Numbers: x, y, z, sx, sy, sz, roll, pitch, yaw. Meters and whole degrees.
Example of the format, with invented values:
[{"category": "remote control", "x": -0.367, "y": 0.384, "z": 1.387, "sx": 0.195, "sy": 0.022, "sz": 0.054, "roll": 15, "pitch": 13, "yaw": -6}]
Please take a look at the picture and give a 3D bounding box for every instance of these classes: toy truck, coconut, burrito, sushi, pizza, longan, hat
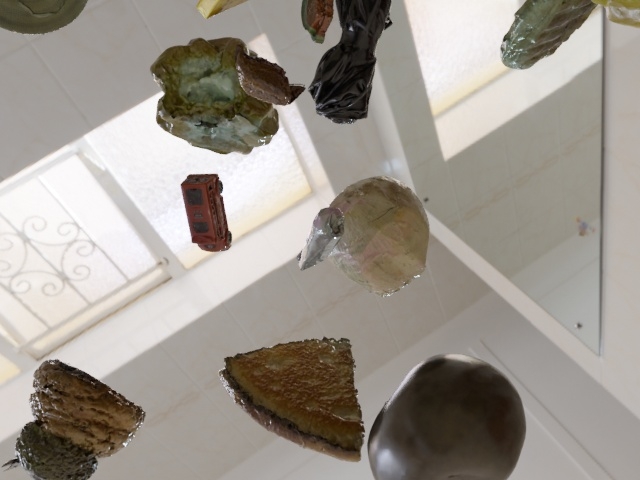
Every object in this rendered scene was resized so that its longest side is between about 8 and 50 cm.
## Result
[{"category": "toy truck", "x": -0.347, "y": -0.071, "z": 1.728, "sx": 0.108, "sy": 0.252, "sz": 0.114, "roll": -1, "pitch": -156, "yaw": 12}, {"category": "coconut", "x": 0.134, "y": -0.026, "z": 1.488, "sx": 0.297, "sy": 0.254, "sz": 0.297, "roll": -32, "pitch": -141, "yaw": 30}, {"category": "burrito", "x": 0.001, "y": 0.000, "z": 1.046, "sx": 0.064, "sy": 0.203, "sz": 0.064, "roll": 6, "pitch": -116, "yaw": -12}, {"category": "sushi", "x": -0.069, "y": -0.202, "z": 0.709, "sx": 0.050, "sy": 0.099, "sz": 0.047, "roll": -2, "pitch": -112, "yaw": 48}, {"category": "pizza", "x": -0.085, "y": 0.405, "z": 1.558, "sx": 0.392, "sy": 0.080, "sz": 0.435, "roll": 7, "pitch": -152, "yaw": -8}, {"category": "longan", "x": 0.248, "y": 0.393, "z": 1.166, "sx": 0.350, "sy": 0.288, "sz": 0.288, "roll": -43, "pitch": -137, "yaw": 6}, {"category": "hat", "x": -0.561, "y": -0.527, "z": 1.078, "sx": 0.252, "sy": 0.252, "sz": 0.110, "roll": -28, "pitch": -147, "yaw": -2}]

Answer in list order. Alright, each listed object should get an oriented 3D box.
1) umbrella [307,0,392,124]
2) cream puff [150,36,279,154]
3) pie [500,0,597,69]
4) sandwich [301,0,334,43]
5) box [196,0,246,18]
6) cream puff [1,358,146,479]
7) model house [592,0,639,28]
[{"category": "umbrella", "x": 0.072, "y": -0.366, "z": 0.970, "sx": 0.118, "sy": 0.118, "sz": 0.340, "roll": 28, "pitch": -75, "yaw": 41}, {"category": "cream puff", "x": -0.259, "y": -0.372, "z": 1.491, "sx": 0.323, "sy": 0.274, "sz": 0.269, "roll": 6, "pitch": -112, "yaw": 2}, {"category": "pie", "x": 0.503, "y": -0.479, "z": 1.218, "sx": 0.306, "sy": 0.306, "sz": 0.071, "roll": -34, "pitch": -102, "yaw": -9}, {"category": "sandwich", "x": -0.002, "y": -0.363, "z": 0.854, "sx": 0.029, "sy": 0.135, "sz": 0.067, "roll": 5, "pitch": -171, "yaw": -28}, {"category": "box", "x": -0.137, "y": -0.572, "z": 1.227, "sx": 0.152, "sy": 0.043, "sz": 0.269, "roll": -29, "pitch": -167, "yaw": 47}, {"category": "cream puff", "x": -0.385, "y": 0.290, "z": 0.865, "sx": 0.183, "sy": 0.183, "sz": 0.169, "roll": 12, "pitch": -120, "yaw": 34}, {"category": "model house", "x": 0.435, "y": -0.390, "z": 0.736, "sx": 0.234, "sy": 0.175, "sz": 0.193, "roll": 44, "pitch": -96, "yaw": 12}]
